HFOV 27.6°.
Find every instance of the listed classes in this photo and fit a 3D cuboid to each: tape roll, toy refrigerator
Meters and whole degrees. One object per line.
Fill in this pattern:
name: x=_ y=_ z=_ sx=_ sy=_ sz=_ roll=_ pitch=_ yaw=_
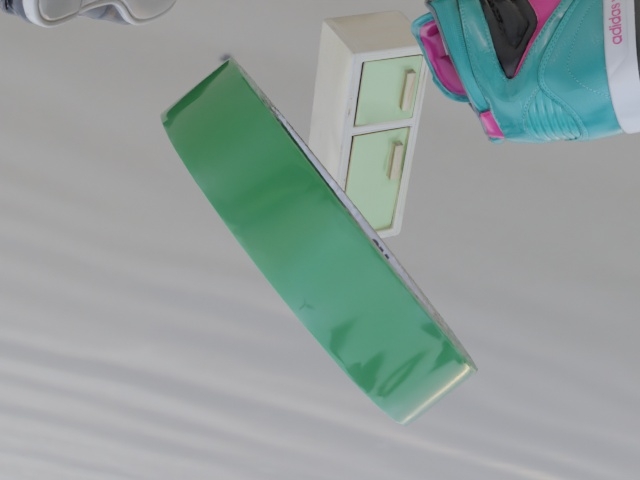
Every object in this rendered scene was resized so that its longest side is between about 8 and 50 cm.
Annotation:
tape roll: x=0.000 y=0.000 z=1.055 sx=0.077 sy=0.321 sz=0.321 roll=-38 pitch=144 yaw=4
toy refrigerator: x=0.052 y=-0.126 z=1.538 sx=0.102 sy=0.094 sz=0.269 roll=-10 pitch=130 yaw=-23

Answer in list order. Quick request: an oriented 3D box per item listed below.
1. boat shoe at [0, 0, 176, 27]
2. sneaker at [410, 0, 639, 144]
boat shoe: x=-0.242 y=-0.280 z=1.332 sx=0.095 sy=0.112 sz=0.335 roll=22 pitch=-162 yaw=14
sneaker: x=0.161 y=-0.176 z=0.983 sx=0.178 sy=0.295 sz=0.124 roll=-11 pitch=132 yaw=22
